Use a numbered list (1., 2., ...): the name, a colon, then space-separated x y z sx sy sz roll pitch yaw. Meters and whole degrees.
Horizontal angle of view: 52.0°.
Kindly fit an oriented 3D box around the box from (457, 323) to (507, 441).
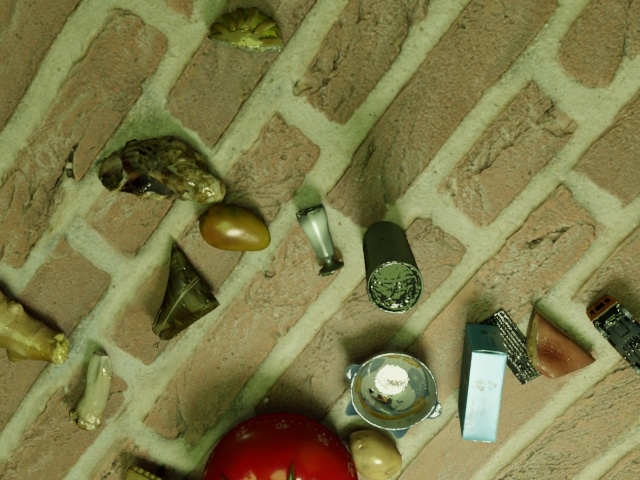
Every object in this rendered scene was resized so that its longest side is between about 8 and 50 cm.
1. box: 0.370 0.327 1.516 0.083 0.142 0.232 2 108 6

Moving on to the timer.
1. timer: -0.095 0.595 1.554 0.378 0.279 0.378 1 104 4

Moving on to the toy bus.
1. toy bus: 0.703 0.219 1.505 0.083 0.088 0.194 -42 98 13

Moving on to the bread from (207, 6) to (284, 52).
1. bread: -0.148 -0.440 1.371 0.157 0.083 0.094 21 94 -2

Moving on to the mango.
1. mango: -0.192 -0.028 1.479 0.163 0.089 0.111 3 132 -6

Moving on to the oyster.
1. oyster: -0.367 -0.141 1.461 0.294 0.094 0.166 -6 114 11

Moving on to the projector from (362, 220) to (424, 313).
1. projector: 0.141 0.046 1.354 0.108 0.337 0.108 0 104 2

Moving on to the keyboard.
1. keyboard: 0.459 0.257 1.565 0.074 0.015 0.196 -35 100 11

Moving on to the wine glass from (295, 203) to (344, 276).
1. wine glass: 0.000 0.000 1.486 0.072 0.072 0.155 -18 105 8

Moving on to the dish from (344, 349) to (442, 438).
1. dish: 0.163 0.350 1.570 0.228 0.086 0.236 -38 101 13

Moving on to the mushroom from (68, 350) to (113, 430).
1. mushroom: -0.561 0.369 1.625 0.084 0.071 0.209 27 105 29

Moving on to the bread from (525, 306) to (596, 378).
1. bread: 0.538 0.256 1.529 0.192 0.067 0.119 41 83 -8

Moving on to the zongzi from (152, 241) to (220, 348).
1. zongzi: -0.357 0.128 1.544 0.187 0.084 0.184 -36 87 16

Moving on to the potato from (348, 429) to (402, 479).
1. potato: 0.135 0.526 1.612 0.147 0.112 0.112 36 105 -17

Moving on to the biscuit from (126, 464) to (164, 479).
1. biscuit: -0.388 0.678 1.680 0.254 0.029 0.172 25 124 9

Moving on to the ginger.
1. ginger: -0.795 0.210 1.543 0.236 0.166 0.375 -44 94 4
